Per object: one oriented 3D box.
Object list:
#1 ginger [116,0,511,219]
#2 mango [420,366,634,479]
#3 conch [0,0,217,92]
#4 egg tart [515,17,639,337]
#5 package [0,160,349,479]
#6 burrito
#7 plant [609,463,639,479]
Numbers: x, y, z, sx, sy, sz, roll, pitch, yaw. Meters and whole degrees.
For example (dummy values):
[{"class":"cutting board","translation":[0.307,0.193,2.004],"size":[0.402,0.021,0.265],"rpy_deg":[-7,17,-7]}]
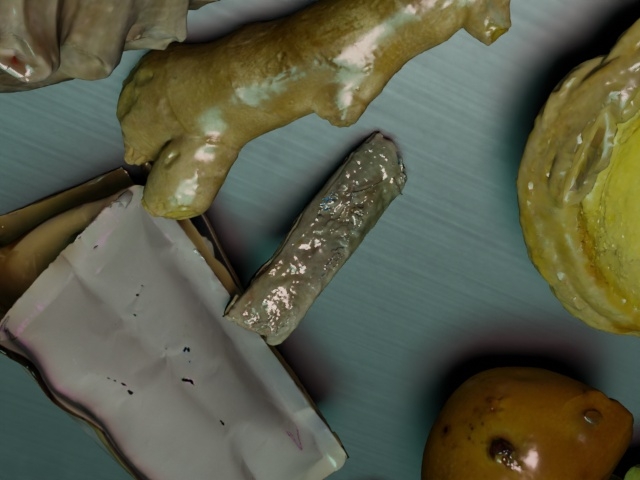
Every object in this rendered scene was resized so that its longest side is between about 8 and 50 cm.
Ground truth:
[{"class":"ginger","translation":[-0.003,-0.121,0.507],"size":[0.298,0.065,0.118],"rpy_deg":[-28,76,17]},{"class":"mango","translation":[0.156,0.206,0.702],"size":[0.136,0.166,0.236],"rpy_deg":[33,158,30]},{"class":"conch","translation":[-0.133,-0.178,0.380],"size":[0.352,0.297,0.210],"rpy_deg":[-9,152,40]},{"class":"egg tart","translation":[0.262,-0.050,0.548],"size":[0.278,0.095,0.279],"rpy_deg":[-2,125,-3]},{"class":"package","translation":[-0.116,0.095,0.652],"size":[0.165,0.221,0.311],"rpy_deg":[-42,120,-17]},{"class":"burrito","translation":[0.001,0.000,0.589],"size":[0.051,0.042,0.171],"rpy_deg":[40,82,-18]},{"class":"plant","translation":[0.369,0.319,0.752],"size":[0.261,0.297,0.306],"rpy_deg":[-45,99,-4]}]
